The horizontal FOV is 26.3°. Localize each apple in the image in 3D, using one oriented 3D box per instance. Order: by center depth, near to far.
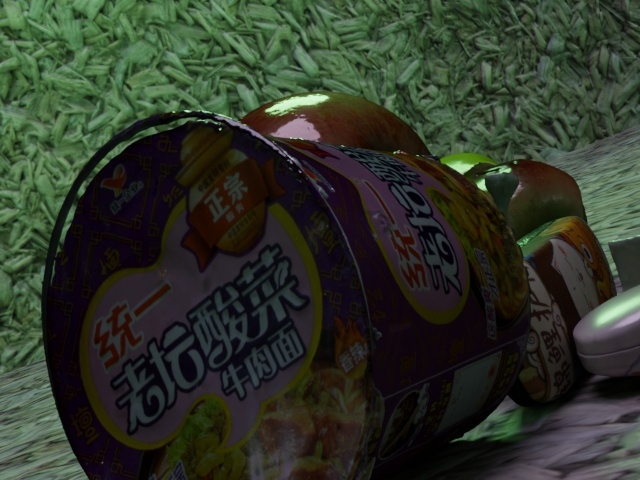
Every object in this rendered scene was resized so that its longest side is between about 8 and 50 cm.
[{"bbox_3d":[0.000,0.000,1.587,0.277,0.348,0.348,-20,3,37],"label":"apple"},{"bbox_3d":[0.231,-0.007,1.711,0.207,0.174,0.188,-61,28,2],"label":"apple"}]

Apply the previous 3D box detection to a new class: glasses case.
[{"bbox_3d":[0.352,0.044,1.118,0.297,0.075,0.113,-18,3,5],"label":"glasses case"},{"bbox_3d":[0.212,0.058,1.255,0.082,0.122,0.321,-17,5,25],"label":"glasses case"}]

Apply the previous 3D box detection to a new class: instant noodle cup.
[{"bbox_3d":[-0.009,0.067,1.063,0.340,0.340,0.266,-16,-7,41],"label":"instant noodle cup"}]

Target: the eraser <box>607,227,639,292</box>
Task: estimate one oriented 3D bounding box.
[{"bbox_3d":[0.445,-0.006,1.358,0.144,0.078,0.343,-21,3,-25],"label":"eraser"}]

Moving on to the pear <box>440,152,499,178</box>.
[{"bbox_3d":[0.229,-0.046,2.236,0.187,0.187,0.219,-21,-3,-22],"label":"pear"}]

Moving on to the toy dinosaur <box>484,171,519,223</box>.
[{"bbox_3d":[0.161,0.046,1.437,0.092,0.205,0.393,1,-15,3],"label":"toy dinosaur"}]
